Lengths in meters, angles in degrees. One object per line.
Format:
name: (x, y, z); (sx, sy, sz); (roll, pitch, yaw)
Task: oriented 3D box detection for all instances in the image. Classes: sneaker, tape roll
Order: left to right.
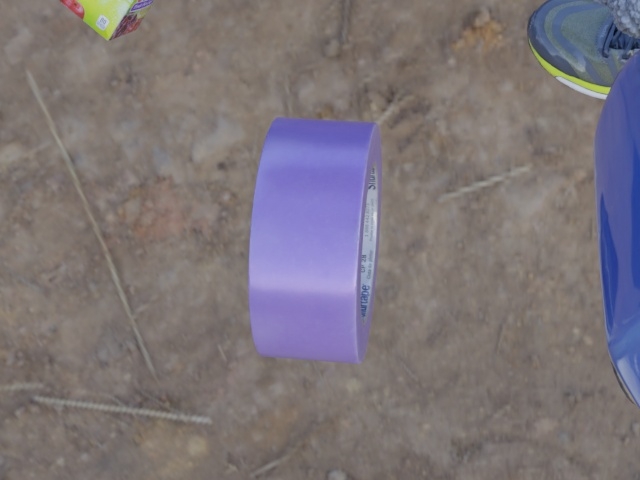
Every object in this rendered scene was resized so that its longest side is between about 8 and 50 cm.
tape roll: (0.000, 0.000, 0.921); (0.080, 0.189, 0.189); (4, 55, 8)
sneaker: (0.351, -0.194, 1.153); (0.300, 0.121, 0.111); (12, 76, 14)

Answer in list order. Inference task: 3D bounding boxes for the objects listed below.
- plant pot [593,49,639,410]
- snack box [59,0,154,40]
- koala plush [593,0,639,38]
plant pot: (0.224, 0.015, 0.403); (0.212, 0.236, 0.236); (-27, 21, 24)
snack box: (-0.196, -0.319, 1.079); (0.174, 0.207, 0.070); (39, 25, 1)
koala plush: (0.297, -0.293, 0.919); (0.196, 0.221, 0.203); (-9, 27, -6)
